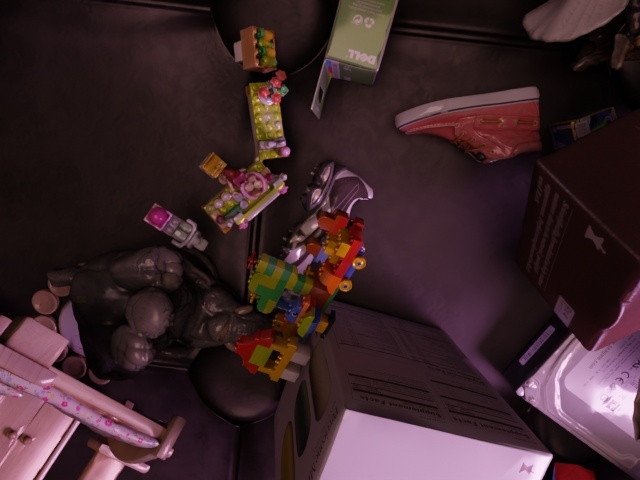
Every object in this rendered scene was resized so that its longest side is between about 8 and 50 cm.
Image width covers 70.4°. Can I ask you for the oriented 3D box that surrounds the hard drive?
[{"bbox_3d":[0.460,0.204,0.615,0.339,0.064,0.237,37,100,-5],"label":"hard drive"}]

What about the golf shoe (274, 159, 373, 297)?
[{"bbox_3d":[0.000,0.000,0.588,0.094,0.077,0.198,24,102,-3],"label":"golf shoe"}]

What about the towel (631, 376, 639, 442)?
[{"bbox_3d":[0.525,0.135,0.547,0.324,0.056,0.312,24,78,-10],"label":"towel"}]

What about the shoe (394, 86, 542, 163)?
[{"bbox_3d":[0.185,-0.133,0.561,0.178,0.063,0.081,-10,95,0],"label":"shoe"}]

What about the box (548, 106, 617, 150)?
[{"bbox_3d":[0.345,-0.075,0.568,0.054,0.059,0.168,-19,99,3],"label":"box"}]

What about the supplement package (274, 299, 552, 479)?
[{"bbox_3d":[0.068,0.220,0.518,0.198,0.262,0.199,17,101,-10],"label":"supplement package"}]

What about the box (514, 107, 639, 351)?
[{"bbox_3d":[0.398,-0.060,0.433,0.381,0.191,0.143,-27,55,-2],"label":"box"}]

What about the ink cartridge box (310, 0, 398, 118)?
[{"bbox_3d":[0.048,-0.242,0.524,0.062,0.109,0.209,16,101,0],"label":"ink cartridge box"}]

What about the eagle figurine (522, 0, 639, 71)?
[{"bbox_3d":[0.321,-0.336,0.464,0.226,0.225,0.298,-3,111,13],"label":"eagle figurine"}]

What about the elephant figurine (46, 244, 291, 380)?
[{"bbox_3d":[-0.174,0.089,0.585,0.169,0.239,0.186,-30,72,23],"label":"elephant figurine"}]

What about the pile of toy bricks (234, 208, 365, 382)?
[{"bbox_3d":[-0.036,0.049,0.513,0.105,0.118,0.212,22,119,-11],"label":"pile of toy bricks"}]

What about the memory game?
[{"bbox_3d":[-0.325,0.121,0.654,0.186,0.012,0.186,0,101,1],"label":"memory game"}]

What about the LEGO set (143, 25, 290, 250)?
[{"bbox_3d":[-0.084,-0.112,0.533,0.132,0.107,0.287,27,87,-22],"label":"LEGO set"}]

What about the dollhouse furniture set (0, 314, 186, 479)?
[{"bbox_3d":[-0.258,0.229,0.453,0.303,0.356,0.173,44,55,-29],"label":"dollhouse furniture set"}]

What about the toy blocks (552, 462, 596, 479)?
[{"bbox_3d":[0.442,0.409,0.566,0.382,0.191,0.260,5,107,25],"label":"toy blocks"}]
